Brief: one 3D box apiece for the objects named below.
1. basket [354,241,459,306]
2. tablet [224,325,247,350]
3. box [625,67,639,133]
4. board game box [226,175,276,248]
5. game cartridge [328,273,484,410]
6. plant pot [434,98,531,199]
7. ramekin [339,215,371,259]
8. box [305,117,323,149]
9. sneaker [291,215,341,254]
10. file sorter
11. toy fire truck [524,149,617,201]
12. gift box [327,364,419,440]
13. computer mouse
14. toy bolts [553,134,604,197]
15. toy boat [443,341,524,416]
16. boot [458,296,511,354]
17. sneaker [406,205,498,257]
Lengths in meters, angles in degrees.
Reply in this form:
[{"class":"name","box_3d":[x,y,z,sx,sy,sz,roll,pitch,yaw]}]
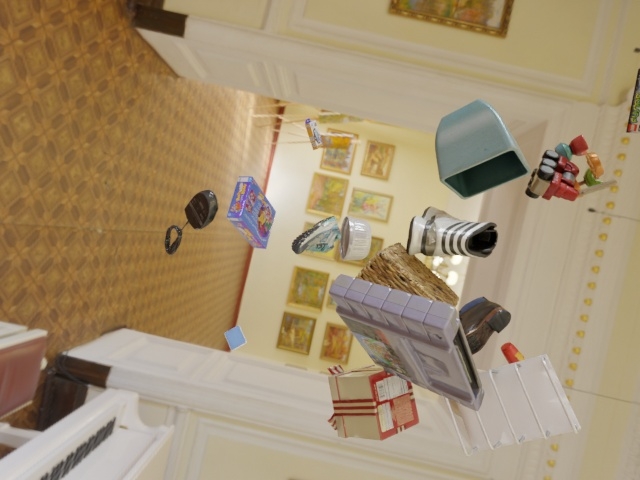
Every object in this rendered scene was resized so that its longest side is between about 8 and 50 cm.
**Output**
[{"class":"basket","box_3d":[0.268,0.183,1.353,0.213,0.299,0.223,-53,165,21]},{"class":"tablet","box_3d":[-0.269,0.309,1.310,0.083,0.054,0.006,48,-20,48]},{"class":"box","box_3d":[1.083,-0.454,1.345,0.036,0.114,0.207,-30,124,-35]},{"class":"board game box","box_3d":[-0.346,-0.135,2.128,0.347,0.078,0.234,62,36,-60]},{"class":"game cartridge","box_3d":[0.171,0.204,0.789,0.068,0.230,0.355,-60,139,-26]},{"class":"plant pot","box_3d":[0.536,-0.327,1.429,0.247,0.247,0.252,18,55,-51]},{"class":"ramekin","box_3d":[0.162,-0.006,1.922,0.207,0.108,0.207,-175,-90,-81]},{"class":"box","box_3d":[-0.030,-0.485,1.872,0.081,0.028,0.136,-53,130,-57]},{"class":"sneaker","box_3d":[0.000,0.000,1.663,0.110,0.122,0.283,-21,-170,43]},{"class":"file sorter","box_3d":[0.484,0.429,1.075,0.173,0.277,0.193,26,43,-56]},{"class":"toy fire truck","box_3d":[0.927,-0.225,1.534,0.217,0.246,0.159,-47,158,-42]},{"class":"gift box","box_3d":[0.170,0.589,1.548,0.258,0.276,0.255,-24,-113,48]},{"class":"computer mouse","box_3d":[-0.298,-0.037,0.959,0.242,0.071,0.041,-36,169,38]},{"class":"toy bolts","box_3d":[0.976,-0.289,1.615,0.218,0.158,0.229,19,53,-56]},{"class":"toy boat","box_3d":[0.589,0.500,1.417,0.318,0.148,0.267,-37,-178,-9]},{"class":"boot","box_3d":[0.424,0.251,1.181,0.219,0.082,0.106,-37,-156,5]},{"class":"sneaker","box_3d":[0.460,-0.008,1.402,0.447,0.257,0.169,-21,119,-65]}]
